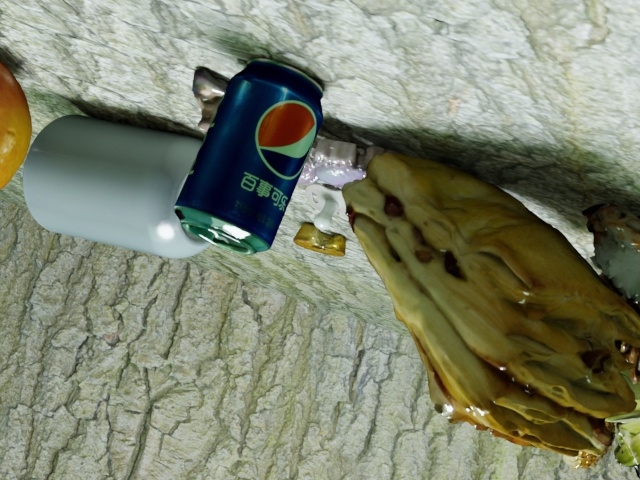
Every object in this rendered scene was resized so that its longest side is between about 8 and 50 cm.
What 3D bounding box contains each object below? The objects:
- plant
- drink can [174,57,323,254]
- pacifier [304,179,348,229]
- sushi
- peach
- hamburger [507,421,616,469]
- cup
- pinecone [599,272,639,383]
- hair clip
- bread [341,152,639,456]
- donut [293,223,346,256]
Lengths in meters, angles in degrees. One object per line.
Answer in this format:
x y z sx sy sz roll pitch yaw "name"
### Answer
0.655 0.327 1.787 0.306 0.261 0.297 13 176 -34 "plant"
-0.076 -0.093 1.093 0.118 0.204 0.118 20 168 4 "drink can"
0.013 -0.052 1.536 0.099 0.078 0.081 17 149 22 "pacifier"
0.387 0.028 1.129 0.226 0.103 0.097 20 180 -34 "sushi"
-0.559 -0.188 1.457 0.280 0.238 0.281 60 171 15 "peach"
0.517 0.331 2.057 0.225 0.290 0.291 14 169 24 "hamburger"
-0.305 -0.086 1.611 0.312 0.205 0.205 12 168 31 "cup"
0.445 0.123 1.408 0.195 0.149 0.179 23 177 0 "pinecone"
-0.035 -0.122 1.252 0.301 0.069 0.173 23 168 -19 "hair clip"
0.217 0.054 1.160 0.314 0.191 0.370 21 -146 -42 "bread"
0.000 0.000 1.948 0.108 0.043 0.097 22 170 -17 "donut"
